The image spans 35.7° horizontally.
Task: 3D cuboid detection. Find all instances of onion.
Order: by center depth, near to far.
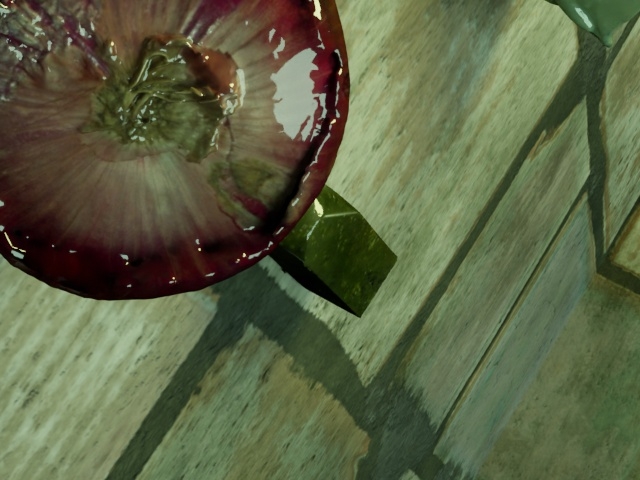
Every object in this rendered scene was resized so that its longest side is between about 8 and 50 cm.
[{"bbox_3d":[-0.103,-0.088,0.554,0.248,0.161,0.248,-11,115,-25],"label":"onion"}]

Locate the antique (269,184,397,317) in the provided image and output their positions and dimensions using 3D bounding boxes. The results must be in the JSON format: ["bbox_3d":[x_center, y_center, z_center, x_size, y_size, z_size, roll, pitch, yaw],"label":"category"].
[{"bbox_3d":[0.000,0.000,0.972,0.080,0.081,0.221,-59,156,-8],"label":"antique"}]

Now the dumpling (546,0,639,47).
[{"bbox_3d":[0.272,-0.378,0.991,0.212,0.270,0.320,-10,152,-33],"label":"dumpling"}]
